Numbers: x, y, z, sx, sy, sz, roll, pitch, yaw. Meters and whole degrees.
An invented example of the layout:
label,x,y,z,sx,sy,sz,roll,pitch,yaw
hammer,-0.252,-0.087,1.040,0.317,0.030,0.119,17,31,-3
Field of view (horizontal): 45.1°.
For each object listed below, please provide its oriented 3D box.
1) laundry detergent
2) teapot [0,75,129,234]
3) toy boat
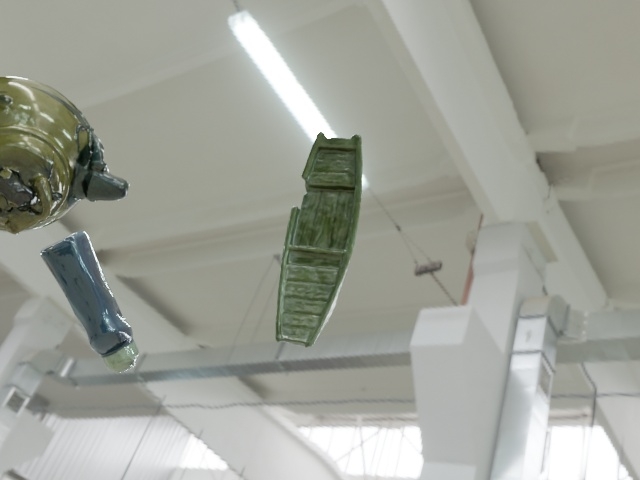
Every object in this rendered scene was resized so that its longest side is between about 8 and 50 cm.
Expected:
label,x,y,z,sx,sy,sz,roll,pitch,yaw
laundry detergent,-0.431,0.125,1.487,0.290,0.094,0.143,64,-12,-10
teapot,-0.338,-0.081,0.810,0.269,0.182,0.173,8,-68,-29
toy boat,0.000,0.000,0.986,0.093,0.293,0.055,6,-22,15
